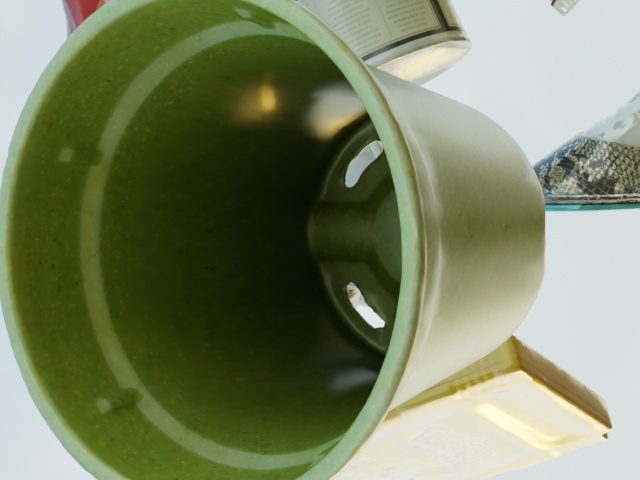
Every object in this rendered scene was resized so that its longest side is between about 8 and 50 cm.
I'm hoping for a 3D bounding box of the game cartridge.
[{"bbox_3d":[0.121,0.209,1.400,0.285,0.323,0.053,33,-138,-51],"label":"game cartridge"}]

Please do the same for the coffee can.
[{"bbox_3d":[0.032,-0.310,1.540,0.201,0.201,0.275,-14,-101,-51],"label":"coffee can"}]

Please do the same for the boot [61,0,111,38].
[{"bbox_3d":[-0.243,-0.276,1.447,0.244,0.088,0.176,-86,-4,-56],"label":"boot"}]

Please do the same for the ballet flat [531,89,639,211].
[{"bbox_3d":[0.468,-0.100,1.549,0.164,0.482,0.182,-26,-58,-65],"label":"ballet flat"}]

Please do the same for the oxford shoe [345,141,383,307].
[{"bbox_3d":[0.046,-0.046,1.957,0.130,0.449,0.169,0,-57,-22],"label":"oxford shoe"}]

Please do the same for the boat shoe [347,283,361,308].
[{"bbox_3d":[-0.057,0.110,1.427,0.324,0.123,0.117,-22,-58,-56],"label":"boat shoe"}]

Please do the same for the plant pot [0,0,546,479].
[{"bbox_3d":[0.000,0.000,0.764,0.254,0.276,0.276,-5,-90,-56],"label":"plant pot"}]

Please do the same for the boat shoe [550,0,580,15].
[{"bbox_3d":[0.133,-0.158,0.561,0.137,0.043,0.049,-47,-8,0],"label":"boat shoe"}]
